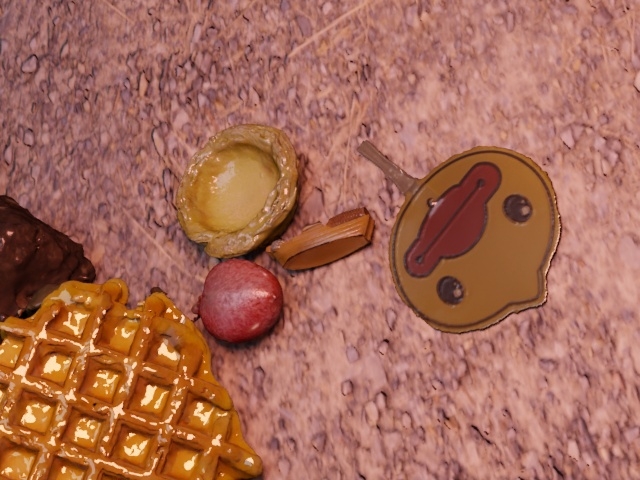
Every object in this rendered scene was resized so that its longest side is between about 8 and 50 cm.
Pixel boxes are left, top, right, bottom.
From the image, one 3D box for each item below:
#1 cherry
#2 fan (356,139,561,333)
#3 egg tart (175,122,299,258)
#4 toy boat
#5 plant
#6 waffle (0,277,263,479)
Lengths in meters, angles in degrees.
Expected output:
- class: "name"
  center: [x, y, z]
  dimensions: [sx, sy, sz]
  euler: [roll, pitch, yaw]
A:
- class: "cherry"
  center: [-0.135, 0.079, 1.690]
  dimensions: [0.225, 0.090, 0.107]
  euler: [-6, 85, 40]
- class: "fan"
  center: [0.155, -0.028, 1.583]
  dimensions: [0.229, 0.011, 0.335]
  euler: [-51, 57, 8]
- class: "egg tart"
  center: [-0.097, -0.064, 1.716]
  dimensions: [0.197, 0.078, 0.197]
  euler: [-12, 65, 28]
- class: "toy boat"
  center: [0.000, 0.000, 1.651]
  dimensions: [0.149, 0.047, 0.049]
  euler: [-20, 51, 23]
- class: "plant"
  center: [-0.407, 0.080, 1.782]
  dimensions: [0.312, 0.215, 0.213]
  euler: [38, 92, 33]
- class: "waffle"
  center: [-0.280, 0.244, 1.583]
  dimensions: [0.380, 0.095, 0.382]
  euler: [-30, 82, -14]
